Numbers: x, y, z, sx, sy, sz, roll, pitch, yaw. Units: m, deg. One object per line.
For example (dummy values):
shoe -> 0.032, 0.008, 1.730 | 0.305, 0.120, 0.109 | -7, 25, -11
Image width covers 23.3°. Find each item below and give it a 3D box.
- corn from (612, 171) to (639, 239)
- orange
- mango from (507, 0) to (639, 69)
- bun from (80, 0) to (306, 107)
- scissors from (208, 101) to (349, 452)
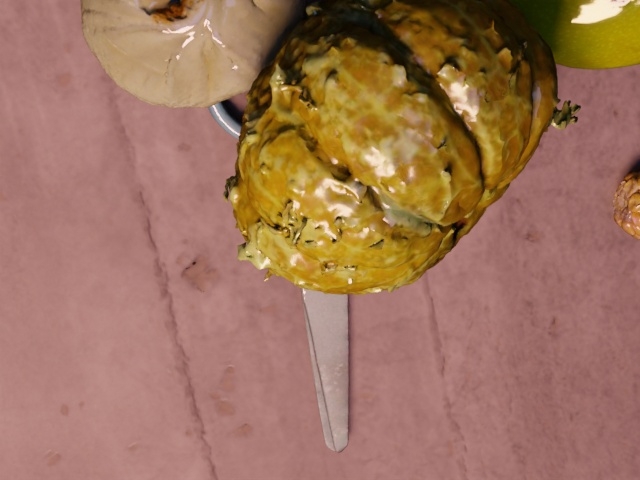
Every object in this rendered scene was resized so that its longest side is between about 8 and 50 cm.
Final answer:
corn -> 0.422, -0.019, 1.476 | 0.291, 0.101, 0.101 | 6, 109, -5
orange -> 0.050, -0.090, 1.292 | 0.223, 0.300, 0.301 | 45, 113, 16
mango -> 0.297, -0.250, 1.356 | 0.293, 0.143, 0.175 | -29, 109, 14
bun -> -0.109, -0.204, 1.320 | 0.195, 0.118, 0.195 | 0, 97, -2
scissors -> 0.000, 0.000, 1.466 | 0.192, 0.029, 0.447 | -6, 110, -5
